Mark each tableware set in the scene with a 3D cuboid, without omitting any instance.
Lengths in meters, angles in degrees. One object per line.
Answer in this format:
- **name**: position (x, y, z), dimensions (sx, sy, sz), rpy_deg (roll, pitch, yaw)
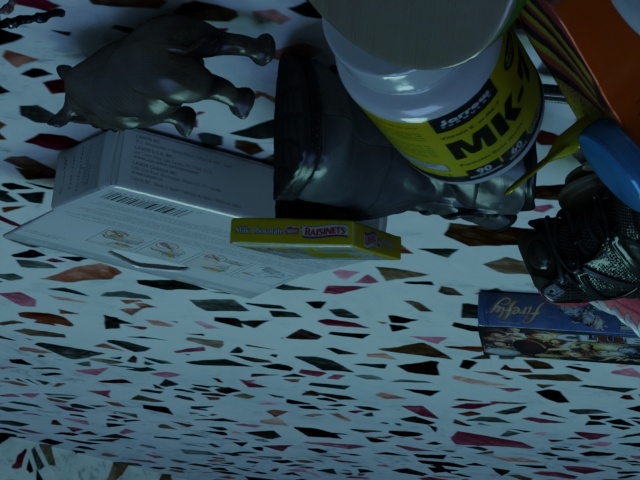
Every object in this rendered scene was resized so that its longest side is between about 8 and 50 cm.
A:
- **tableware set**: position (0.303, -0.048, 1.694), dimensions (0.194, 0.039, 0.128), rpy_deg (2, 154, -9)

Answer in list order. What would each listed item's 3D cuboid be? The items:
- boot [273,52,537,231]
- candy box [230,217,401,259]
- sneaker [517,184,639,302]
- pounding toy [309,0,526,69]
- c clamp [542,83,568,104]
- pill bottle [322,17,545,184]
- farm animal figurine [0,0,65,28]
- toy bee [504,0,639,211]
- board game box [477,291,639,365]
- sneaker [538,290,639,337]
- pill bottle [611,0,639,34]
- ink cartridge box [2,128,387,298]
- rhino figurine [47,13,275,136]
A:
- **boot**: position (0.074, -0.076, 1.576), dimensions (0.223, 0.118, 0.338), rpy_deg (3, 176, 0)
- **candy box**: position (0.000, 0.000, 1.653), dimensions (0.105, 0.027, 0.206), rpy_deg (3, 177, 13)
- **sneaker**: position (0.237, -0.003, 1.637), dimensions (0.130, 0.087, 0.227), rpy_deg (-9, 159, 1)
- **pounding toy**: position (0.080, -0.207, 1.026), dimensions (0.110, 0.183, 0.237), rpy_deg (-33, 177, -37)
- **c clamp**: position (0.184, -0.109, 1.484), dimensions (0.161, 0.022, 0.137), rpy_deg (7, -174, 15)
- **pill bottle**: position (0.079, -0.123, 1.337), dimensions (0.119, 0.119, 0.208), rpy_deg (0, 165, 19)
- **farm animal figurine**: position (-0.394, -0.142, 1.342), dimensions (0.327, 0.172, 0.330), rpy_deg (16, 162, -32)
- **toy bee**: position (0.214, -0.068, 1.340), dimensions (0.195, 0.298, 0.162), rpy_deg (-19, -165, -13)
- **board game box**: position (0.308, 0.105, 2.250), dimensions (0.243, 0.042, 0.165), rpy_deg (3, 165, 9)
- **sneaker**: position (0.322, 0.051, 1.863), dimensions (0.116, 0.136, 0.314), rpy_deg (19, 161, -37)
- **pill bottle**: position (0.299, -0.137, 1.082), dimensions (0.181, 0.181, 0.323), rpy_deg (-5, 161, 36)
- **ink cartridge box**: position (-0.126, -0.023, 1.892), dimensions (0.296, 0.066, 0.261), rpy_deg (15, 163, -29)
- **rhino figurine**: position (-0.143, -0.123, 1.516), dimensions (0.106, 0.073, 0.243), rpy_deg (11, 166, -32)
